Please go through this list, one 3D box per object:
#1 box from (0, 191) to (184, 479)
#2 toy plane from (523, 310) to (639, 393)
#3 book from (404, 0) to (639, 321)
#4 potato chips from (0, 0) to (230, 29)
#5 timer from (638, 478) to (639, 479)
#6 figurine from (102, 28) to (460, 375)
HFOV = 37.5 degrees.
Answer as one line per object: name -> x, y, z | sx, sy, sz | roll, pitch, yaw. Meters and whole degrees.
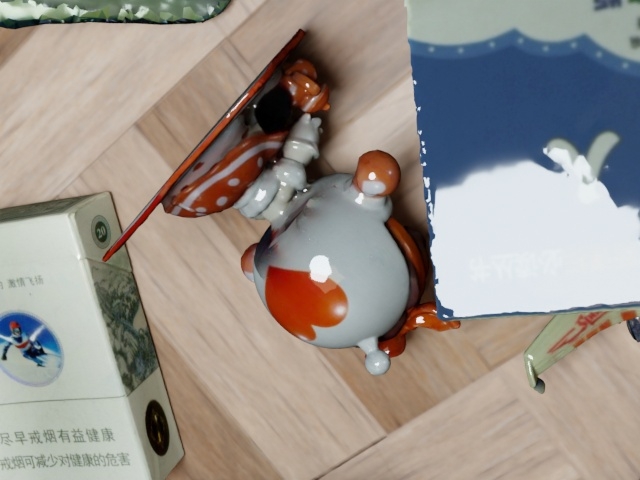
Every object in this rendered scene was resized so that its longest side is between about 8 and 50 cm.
box -> -0.235, 0.097, 0.826 | 0.164, 0.069, 0.256 | -7, 106, 20
toy plane -> 0.244, 0.028, 0.629 | 0.242, 0.104, 0.256 | -13, 103, 24
book -> 0.194, -0.174, 0.545 | 0.300, 0.039, 0.427 | -7, 87, 20
potato chips -> -0.210, -0.314, 0.615 | 0.430, 0.070, 0.358 | 8, 119, -2
timer -> 0.335, 0.236, 0.688 | 0.209, 0.069, 0.190 | -15, 102, 21
figurine -> 0.000, 0.000, 0.687 | 0.226, 0.160, 0.183 | 41, 116, -9
